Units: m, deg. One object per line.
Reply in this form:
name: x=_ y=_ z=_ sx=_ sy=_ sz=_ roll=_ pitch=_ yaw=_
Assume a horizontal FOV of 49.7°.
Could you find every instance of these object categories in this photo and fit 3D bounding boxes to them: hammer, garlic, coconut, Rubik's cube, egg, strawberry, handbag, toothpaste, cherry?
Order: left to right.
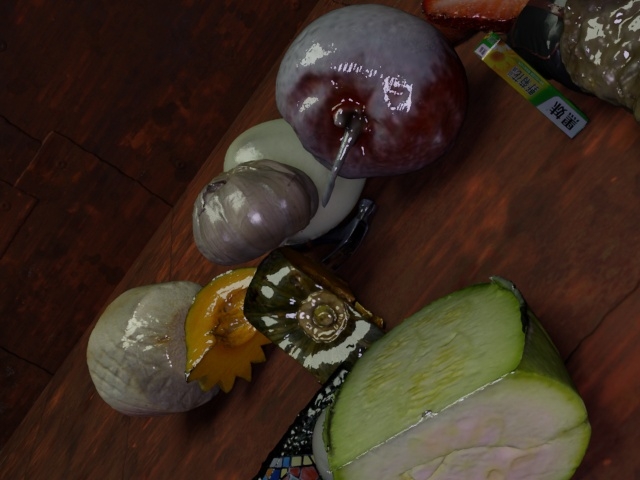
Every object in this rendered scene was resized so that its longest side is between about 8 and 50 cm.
coconut: x=-0.337 y=0.226 z=1.473 sx=0.329 sy=0.329 sz=0.329 roll=-45 pitch=25 yaw=28
garlic: x=-0.117 y=-0.052 z=1.154 sx=0.228 sy=0.152 sz=0.228 roll=-28 pitch=5 yaw=3
egg: x=-0.059 y=-0.139 z=1.323 sx=0.286 sy=0.174 sz=0.264 roll=-7 pitch=60 yaw=23
Rubik's cube: x=-0.025 y=0.332 z=0.917 sx=0.111 sy=0.111 sz=0.093 roll=-50 pitch=-2 yaw=16
hammer: x=0.000 y=0.000 z=1.388 sx=0.290 sy=0.037 sz=0.137 roll=-12 pitch=48 yaw=60
egg: x=0.041 y=0.256 z=0.867 sx=0.103 sy=0.103 sz=0.135 roll=-49 pitch=21 yaw=18
cherry: x=0.082 y=-0.260 z=1.197 sx=0.335 sy=0.326 sz=0.291 roll=-107 pitch=20 yaw=-56
strawberry: x=0.301 y=-0.395 z=1.157 sx=0.236 sy=0.107 sz=0.175 roll=7 pitch=60 yaw=24
toothpaste: x=0.275 y=-0.201 z=0.897 sx=0.037 sy=0.178 sz=0.043 roll=-49 pitch=24 yaw=18
handbag: x=0.355 y=-0.304 z=0.903 sx=0.215 sy=0.155 sz=0.169 roll=-54 pitch=14 yaw=11

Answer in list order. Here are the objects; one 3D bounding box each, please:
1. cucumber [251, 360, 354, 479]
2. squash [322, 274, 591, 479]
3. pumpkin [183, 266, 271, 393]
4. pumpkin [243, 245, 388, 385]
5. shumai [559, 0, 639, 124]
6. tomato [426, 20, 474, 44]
cucumber: x=-0.025 y=0.299 z=0.996 sx=0.300 sy=0.072 sz=0.072 roll=-54 pitch=22 yaw=10
squash: x=0.124 y=0.126 z=0.741 sx=0.233 sy=0.210 sz=0.309 roll=-35 pitch=32 yaw=16
pumpkin: x=-0.177 y=0.173 z=1.348 sx=0.149 sy=0.130 sz=0.254 roll=24 pitch=70 yaw=45
pumpkin: x=0.004 y=0.134 z=1.141 sx=0.280 sy=0.190 sz=0.139 roll=37 pitch=95 yaw=25
shumai: x=0.396 y=-0.179 z=0.651 sx=0.346 sy=0.217 sz=0.283 roll=-42 pitch=56 yaw=57
tomato: x=0.288 y=-0.504 z=1.393 sx=0.228 sy=0.101 sz=0.228 roll=-48 pitch=23 yaw=28
